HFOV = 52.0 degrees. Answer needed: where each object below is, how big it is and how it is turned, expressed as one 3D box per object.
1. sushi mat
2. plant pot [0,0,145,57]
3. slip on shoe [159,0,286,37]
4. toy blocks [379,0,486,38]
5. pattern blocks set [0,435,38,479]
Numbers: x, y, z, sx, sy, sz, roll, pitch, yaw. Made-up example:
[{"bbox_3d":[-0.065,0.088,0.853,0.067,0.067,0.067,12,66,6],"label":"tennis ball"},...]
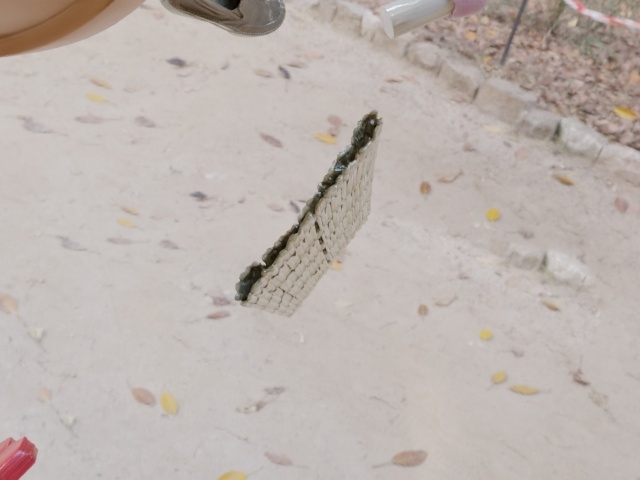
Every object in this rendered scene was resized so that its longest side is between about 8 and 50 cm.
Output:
[{"bbox_3d":[0.000,0.000,0.563,0.019,0.151,0.316,38,-5,8],"label":"sushi mat"},{"bbox_3d":[-0.201,-0.209,0.266,0.290,0.291,0.203,12,25,-2],"label":"plant pot"},{"bbox_3d":[-0.077,-0.214,0.580,0.041,0.052,0.135,0,0,44],"label":"slip on shoe"},{"bbox_3d":[0.136,-0.461,0.754,0.260,0.289,0.309,-24,64,-4],"label":"toy blocks"},{"bbox_3d":[-0.382,0.281,0.545,0.026,0.324,0.285,52,46,-16],"label":"pattern blocks set"}]
